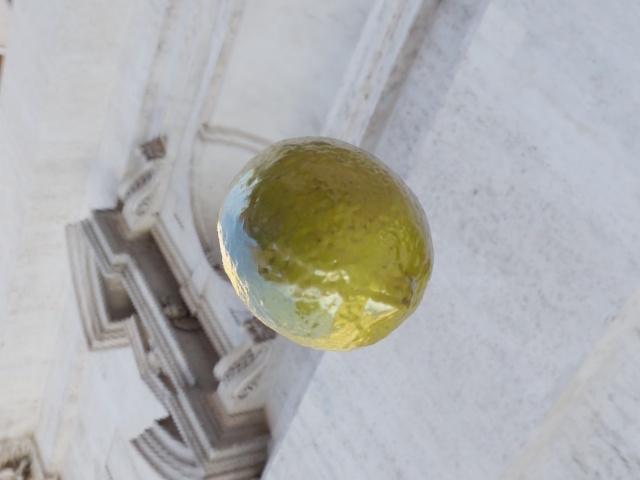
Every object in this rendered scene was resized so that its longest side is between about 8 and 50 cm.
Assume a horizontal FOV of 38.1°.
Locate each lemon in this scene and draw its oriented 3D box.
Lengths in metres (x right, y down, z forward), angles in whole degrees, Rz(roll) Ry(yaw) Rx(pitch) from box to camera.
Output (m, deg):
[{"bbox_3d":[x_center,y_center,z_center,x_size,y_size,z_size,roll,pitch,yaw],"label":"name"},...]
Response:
[{"bbox_3d":[0.000,0.000,1.143,0.254,0.253,0.310,-12,-137,-40],"label":"lemon"}]
